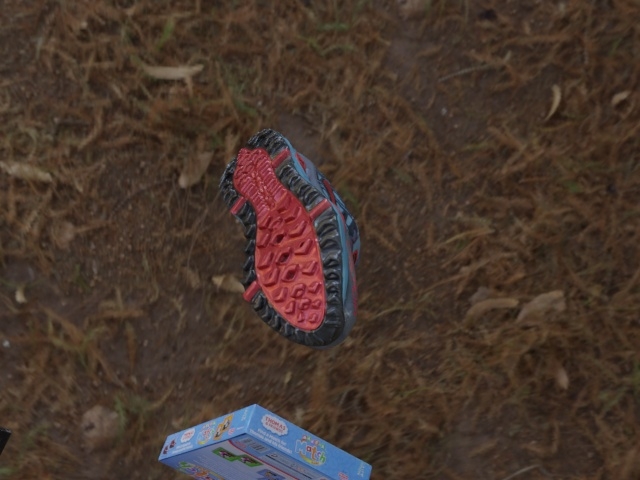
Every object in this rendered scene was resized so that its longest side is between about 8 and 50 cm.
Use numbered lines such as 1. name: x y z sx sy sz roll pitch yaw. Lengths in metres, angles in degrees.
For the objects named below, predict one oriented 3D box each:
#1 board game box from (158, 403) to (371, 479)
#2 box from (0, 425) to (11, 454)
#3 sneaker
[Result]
1. board game box: -0.068 0.254 0.996 0.160 0.211 0.039 33 54 -22
2. box: -0.493 0.309 0.990 0.103 0.184 0.261 20 75 15
3. sneaker: 0.000 0.000 0.765 0.125 0.104 0.262 32 24 -34
